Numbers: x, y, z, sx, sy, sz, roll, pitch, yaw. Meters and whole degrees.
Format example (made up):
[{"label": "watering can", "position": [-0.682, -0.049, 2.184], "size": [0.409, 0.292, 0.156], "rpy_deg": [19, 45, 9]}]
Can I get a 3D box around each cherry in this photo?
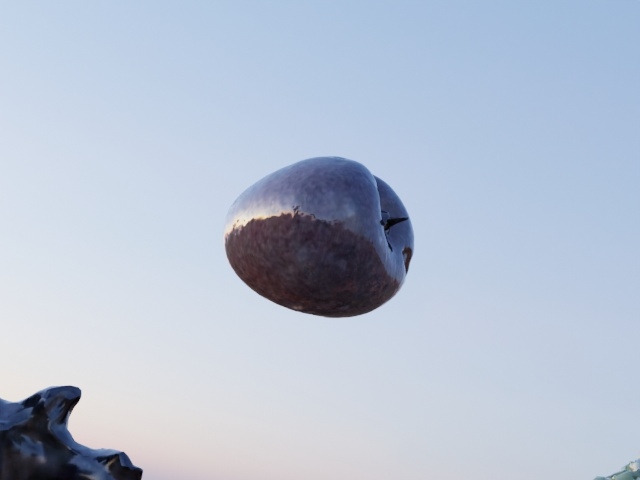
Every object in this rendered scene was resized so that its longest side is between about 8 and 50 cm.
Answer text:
[{"label": "cherry", "position": [-0.003, 0.000, 1.276], "size": [0.176, 0.140, 0.176], "rpy_deg": [-5, -14, -1]}]

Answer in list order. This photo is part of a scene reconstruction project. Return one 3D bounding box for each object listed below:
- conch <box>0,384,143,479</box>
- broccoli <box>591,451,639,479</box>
[{"label": "conch", "position": [-0.220, 0.067, 0.642], "size": [0.186, 0.241, 0.313], "rpy_deg": [-16, 34, -40]}, {"label": "broccoli", "position": [0.186, 0.279, 0.763], "size": [0.281, 0.293, 0.348], "rpy_deg": [-39, -17, 18]}]
